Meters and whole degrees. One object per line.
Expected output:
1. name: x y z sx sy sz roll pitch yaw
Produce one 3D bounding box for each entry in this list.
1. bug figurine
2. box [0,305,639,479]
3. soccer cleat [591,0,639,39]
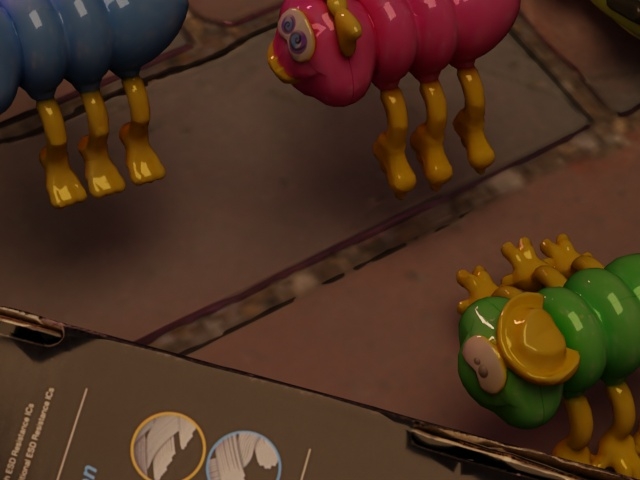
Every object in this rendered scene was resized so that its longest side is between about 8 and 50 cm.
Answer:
1. bug figurine: 0.000 0.000 0.549 0.216 0.072 0.279 -21 70 -25
2. box: -0.057 0.171 0.395 0.293 0.073 0.295 14 74 6
3. soccer cleat: 0.172 -0.099 0.678 0.121 0.093 0.289 5 41 -40
